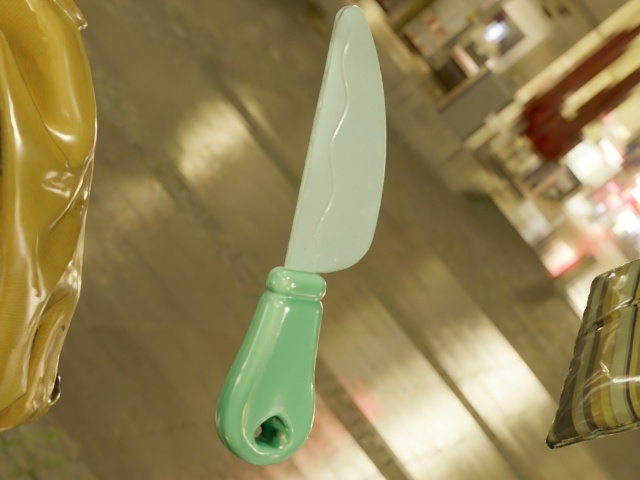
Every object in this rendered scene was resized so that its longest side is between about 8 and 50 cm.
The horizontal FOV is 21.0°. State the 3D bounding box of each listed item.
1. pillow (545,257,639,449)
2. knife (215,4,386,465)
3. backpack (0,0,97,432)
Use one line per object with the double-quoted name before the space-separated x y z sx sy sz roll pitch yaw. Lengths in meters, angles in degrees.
"pillow" 0.267 0.053 1.196 0.052 0.212 0.208 57 31 -22
"knife" 0.001 0.001 0.960 0.063 0.260 0.035 15 4 -26
"backpack" -0.300 -0.036 1.066 0.378 0.353 0.201 19 20 40
